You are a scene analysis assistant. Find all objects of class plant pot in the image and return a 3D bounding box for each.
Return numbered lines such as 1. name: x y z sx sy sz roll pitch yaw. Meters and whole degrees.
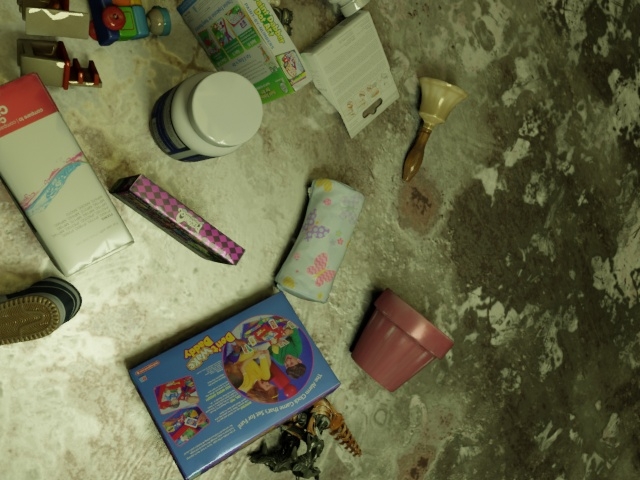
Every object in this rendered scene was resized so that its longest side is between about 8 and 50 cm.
1. plant pot: 0.174 0.239 1.444 0.201 0.201 0.180 39 91 -24

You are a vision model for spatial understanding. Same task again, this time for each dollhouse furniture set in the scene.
1. dollhouse furniture set: -0.436 -0.396 1.059 0.135 0.262 0.259 -3 128 -29

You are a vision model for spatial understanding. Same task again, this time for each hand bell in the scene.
1. hand bell: 0.250 -0.255 1.505 0.126 0.126 0.242 19 96 -27

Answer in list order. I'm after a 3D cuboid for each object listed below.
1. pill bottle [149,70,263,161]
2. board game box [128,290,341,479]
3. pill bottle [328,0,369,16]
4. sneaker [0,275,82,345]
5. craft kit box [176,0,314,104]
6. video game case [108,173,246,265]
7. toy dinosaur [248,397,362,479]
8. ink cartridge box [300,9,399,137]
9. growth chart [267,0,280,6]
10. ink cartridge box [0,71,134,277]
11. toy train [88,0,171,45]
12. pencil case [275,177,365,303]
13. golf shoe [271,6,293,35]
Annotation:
1. pill bottle: -0.213 -0.226 1.160 0.153 0.265 0.153 -2 94 -28
2. board game box: -0.168 0.284 1.257 0.347 0.078 0.233 -26 71 -24
3. pill bottle: 0.036 -0.578 1.363 0.094 0.094 0.169 -45 111 -18
4. sneaker: -0.565 0.129 1.105 0.282 0.153 0.099 -6 100 3
5. craft kit box: -0.149 -0.378 1.193 0.061 0.250 0.246 -38 110 -22
6. video game case: -0.272 -0.037 1.172 0.232 0.210 0.041 38 76 -23
7. toy dinosaur: -0.035 0.399 1.364 0.322 0.164 0.218 25 63 -4
8. ink cartridge box: 0.074 -0.378 1.434 0.181 0.056 0.224 -43 129 -19
9. growth chart: -0.169 -0.594 1.283 0.172 0.021 0.237 -11 89 -26
10. ink cartridge box: -0.462 -0.105 1.061 0.131 0.226 0.306 -31 106 -22
11. toy train: -0.369 -0.494 1.161 0.143 0.105 0.248 -17 101 -36
12. pencil case: 0.000 0.000 1.371 0.124 0.113 0.273 22 83 -17
13. golf shoe: -0.110 -0.394 1.313 0.094 0.077 0.198 4 77 -23
